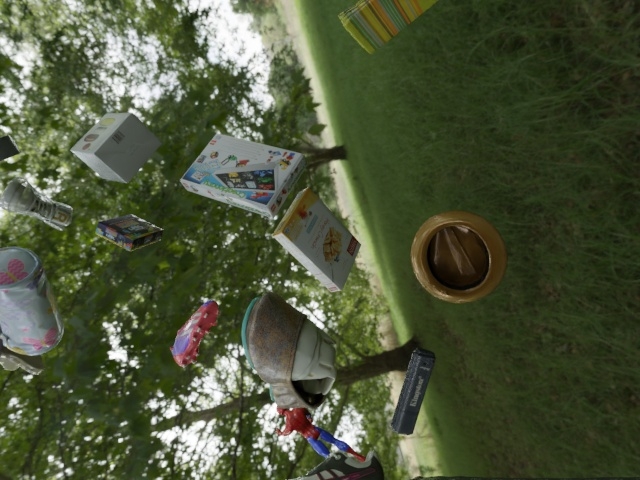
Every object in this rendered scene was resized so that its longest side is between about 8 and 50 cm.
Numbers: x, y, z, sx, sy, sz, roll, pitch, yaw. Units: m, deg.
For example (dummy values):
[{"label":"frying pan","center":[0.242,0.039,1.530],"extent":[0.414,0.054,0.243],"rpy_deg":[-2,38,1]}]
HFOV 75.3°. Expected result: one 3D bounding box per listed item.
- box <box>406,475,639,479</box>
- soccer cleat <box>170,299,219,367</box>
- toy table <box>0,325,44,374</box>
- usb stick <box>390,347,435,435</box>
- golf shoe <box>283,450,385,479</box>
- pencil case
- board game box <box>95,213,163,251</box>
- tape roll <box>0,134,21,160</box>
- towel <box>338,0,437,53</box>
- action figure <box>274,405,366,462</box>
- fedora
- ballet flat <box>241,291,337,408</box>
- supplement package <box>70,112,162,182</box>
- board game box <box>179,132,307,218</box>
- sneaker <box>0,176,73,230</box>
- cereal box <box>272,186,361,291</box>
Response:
[{"label":"box","center":[0.276,0.357,0.323],"extent":[0.480,0.472,0.297],"rpy_deg":[45,-144,-55]},{"label":"soccer cleat","center":[-0.380,0.266,1.230],"extent":[0.095,0.248,0.083],"rpy_deg":[37,-157,24]},{"label":"toy table","center":[-0.953,0.297,1.260],"extent":[0.161,0.252,0.274],"rpy_deg":[24,-149,-55]},{"label":"usb stick","center":[0.290,0.475,1.301],"extent":[0.045,0.077,0.278],"rpy_deg":[-88,14,-85]},{"label":"golf shoe","center":[0.006,0.514,0.883],"extent":[0.105,0.273,0.120],"rpy_deg":[116,157,-58]},{"label":"pencil case","center":[-0.652,0.138,0.906],"extent":[0.273,0.124,0.113],"rpy_deg":[109,153,-42]},{"label":"board game box","center":[-0.656,-0.031,1.436],"extent":[0.048,0.141,0.170],"rpy_deg":[-65,-6,17]},{"label":"tape roll","center":[-1.180,-0.294,1.447],"extent":[0.219,0.219,0.072],"rpy_deg":[-95,-14,-65]},{"label":"towel","center":[0.137,-0.331,0.513],"extent":[0.102,0.237,0.021],"rpy_deg":[-2,-117,-63]},{"label":"action figure","center":[-0.020,0.556,1.171],"extent":[0.280,0.091,0.139],"rpy_deg":[39,149,1]},{"label":"fedora","center":[0.278,0.028,0.844],"extent":[0.079,0.194,0.194],"rpy_deg":[-47,-57,-69]},{"label":"ballet flat","center":[-0.029,0.169,0.597],"extent":[0.316,0.106,0.107],"rpy_deg":[84,-162,-57]},{"label":"supplement package","center":[-0.711,-0.326,1.447],"extent":[0.194,0.203,0.149],"rpy_deg":[-59,-43,-21]},{"label":"board game box","center":[-0.213,-0.188,1.147],"extent":[0.193,0.305,0.053],"rpy_deg":[-60,-26,-23]},{"label":"sneaker","center":[-0.852,-0.106,1.275],"extent":[0.108,0.169,0.292],"rpy_deg":[-66,21,-8]},{"label":"cereal box","center":[0.000,0.000,1.114],"extent":[0.240,0.047,0.173],"rpy_deg":[45,-129,-24]}]
